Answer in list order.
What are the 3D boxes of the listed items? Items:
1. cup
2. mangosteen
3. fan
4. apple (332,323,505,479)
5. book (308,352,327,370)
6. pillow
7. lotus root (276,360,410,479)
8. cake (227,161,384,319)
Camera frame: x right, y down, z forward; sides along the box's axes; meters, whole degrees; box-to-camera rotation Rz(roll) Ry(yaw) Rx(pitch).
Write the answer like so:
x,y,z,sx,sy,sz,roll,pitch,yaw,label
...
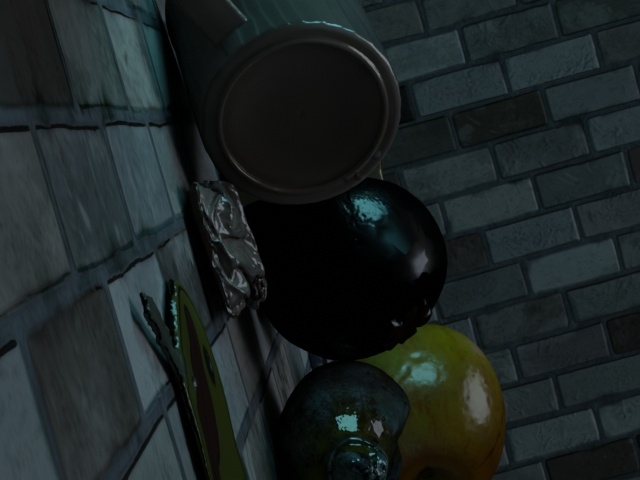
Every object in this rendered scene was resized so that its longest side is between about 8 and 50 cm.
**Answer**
x,y,z,sx,sy,sz,roll,pitch,yaw,label
-0.049,-0.211,1.576,0.273,0.208,0.288,-109,-175,-56,cup
0.023,0.020,1.692,0.243,0.243,0.243,-15,90,-87,mangosteen
-0.091,0.120,1.158,0.335,0.011,0.229,74,2,-59,fan
0.129,0.256,2.157,0.286,0.286,0.233,71,4,-51,apple
0.028,0.300,2.478,0.157,0.026,0.231,68,8,-70,book
-0.087,0.006,1.520,0.248,0.049,0.135,91,-21,-89,pillow
0.018,0.214,1.639,0.322,0.140,0.158,-26,125,-83,lotus root
0.000,0.000,1.909,0.196,0.199,0.293,-126,-155,-83,cake
